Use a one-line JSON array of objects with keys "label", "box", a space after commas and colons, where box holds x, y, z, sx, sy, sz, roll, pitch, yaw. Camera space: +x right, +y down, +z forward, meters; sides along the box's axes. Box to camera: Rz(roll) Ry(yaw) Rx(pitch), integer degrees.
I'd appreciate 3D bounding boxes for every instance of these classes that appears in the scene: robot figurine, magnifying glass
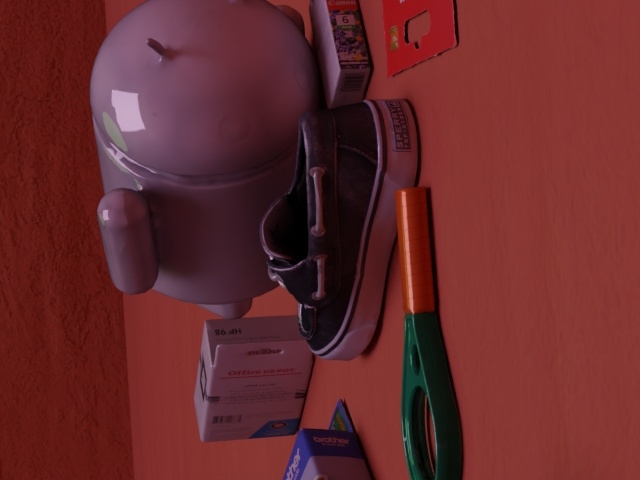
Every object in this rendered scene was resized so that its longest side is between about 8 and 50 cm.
[{"label": "robot figurine", "box": [-0.099, -0.082, 1.435, 0.300, 0.199, 0.353, -56, -20, -35]}, {"label": "magnifying glass", "box": [0.075, 0.077, 1.168, 0.092, 0.026, 0.231, 165, 99, -77]}]

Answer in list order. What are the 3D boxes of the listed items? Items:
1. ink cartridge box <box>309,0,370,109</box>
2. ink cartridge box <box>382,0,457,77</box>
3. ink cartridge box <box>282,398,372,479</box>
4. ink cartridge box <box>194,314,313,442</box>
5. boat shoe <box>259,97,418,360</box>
[{"label": "ink cartridge box", "box": [0.015, -0.171, 1.346, 0.063, 0.029, 0.115, 106, 158, -58]}, {"label": "ink cartridge box", "box": [0.042, -0.239, 1.156, 0.181, 0.056, 0.225, 174, 94, -78]}, {"label": "ink cartridge box", "box": [0.006, 0.299, 1.384, 0.311, 0.065, 0.186, -108, 31, -54]}, {"label": "ink cartridge box", "box": [-0.068, 0.131, 1.633, 0.180, 0.104, 0.060, 103, 160, -51]}, {"label": "boat shoe", "box": [0.000, 0.000, 1.291, 0.301, 0.102, 0.108, 105, 157, -55]}]
